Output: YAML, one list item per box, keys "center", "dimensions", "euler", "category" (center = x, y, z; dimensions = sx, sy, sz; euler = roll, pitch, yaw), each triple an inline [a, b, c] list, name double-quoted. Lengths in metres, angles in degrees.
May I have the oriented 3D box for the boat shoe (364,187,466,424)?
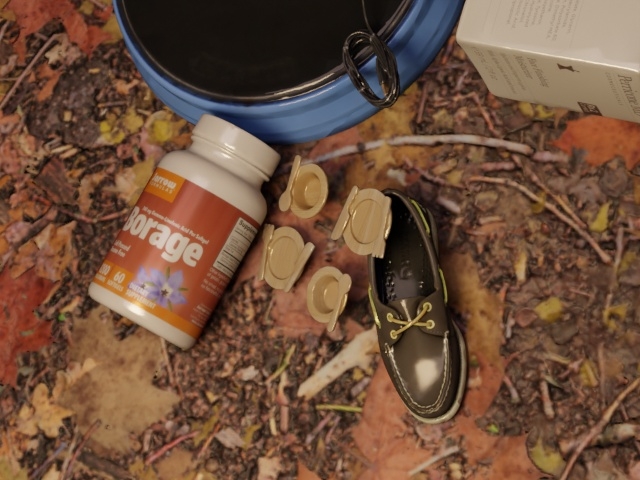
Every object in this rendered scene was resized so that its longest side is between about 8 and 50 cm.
- center: [0.084, 0.061, 1.643]
  dimensions: [0.081, 0.068, 0.228]
  euler: [-15, 69, 15]
  category: "boat shoe"

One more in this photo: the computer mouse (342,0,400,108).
- center: [0.048, -0.243, 1.687]
  dimensions: [0.071, 0.041, 0.242]
  euler: [-12, 77, 25]
  category: "computer mouse"

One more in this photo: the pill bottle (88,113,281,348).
- center: [-0.130, -0.011, 1.712]
  dimensions: [0.121, 0.121, 0.216]
  euler: [26, 84, 24]
  category: "pill bottle"

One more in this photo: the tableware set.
- center: [0.000, 0.000, 1.678]
  dimensions: [0.168, 0.020, 0.141]
  euler: [31, 105, 44]
  category: "tableware set"

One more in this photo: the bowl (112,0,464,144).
- center: [-0.040, -0.294, 1.791]
  dimensions: [0.391, 0.077, 0.391]
  euler: [-5, 73, 18]
  category: "bowl"

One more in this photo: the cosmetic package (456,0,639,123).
- center: [0.249, -0.214, 1.623]
  dimensions: [0.183, 0.151, 0.151]
  euler: [14, 79, 24]
  category: "cosmetic package"
